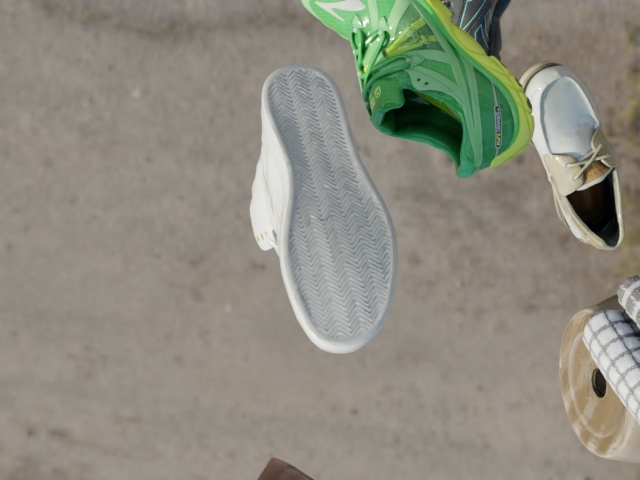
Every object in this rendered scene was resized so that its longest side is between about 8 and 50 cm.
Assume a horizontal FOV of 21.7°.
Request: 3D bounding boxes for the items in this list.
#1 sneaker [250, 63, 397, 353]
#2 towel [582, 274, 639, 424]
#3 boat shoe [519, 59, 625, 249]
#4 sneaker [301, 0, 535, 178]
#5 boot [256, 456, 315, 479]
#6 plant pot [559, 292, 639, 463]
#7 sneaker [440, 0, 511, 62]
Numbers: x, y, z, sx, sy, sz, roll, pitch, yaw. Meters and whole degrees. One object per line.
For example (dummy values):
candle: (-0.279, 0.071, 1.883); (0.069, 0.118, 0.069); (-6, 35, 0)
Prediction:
sneaker: (0.000, 0.000, 1.569); (0.108, 0.292, 0.169); (-5, 150, -9)
towel: (0.393, 0.155, 1.507); (0.284, 0.235, 0.121); (20, 118, -44)
boat shoe: (0.358, -0.114, 2.292); (0.113, 0.103, 0.302); (-32, 129, -4)
sneaker: (0.081, -0.178, 1.679); (0.295, 0.123, 0.109); (42, 154, 18)
boot: (-0.041, 0.350, 1.751); (0.248, 0.207, 0.090); (29, 161, 44)
plant pot: (0.470, 0.164, 2.121); (0.280, 0.323, 0.323); (-6, 147, -21)
sneaker: (0.157, -0.260, 1.877); (0.106, 0.101, 0.267); (14, 101, -33)
